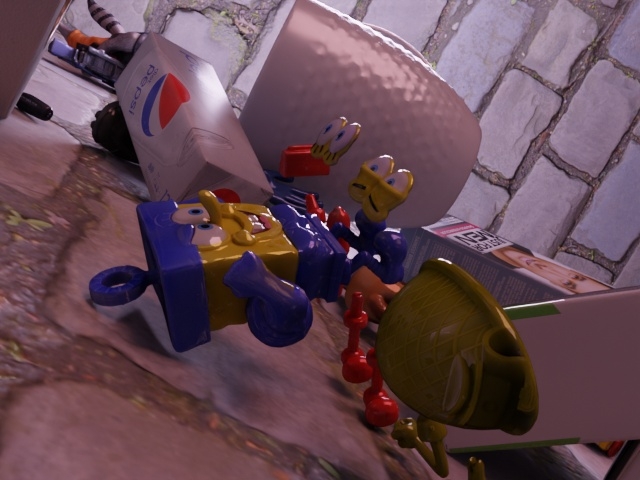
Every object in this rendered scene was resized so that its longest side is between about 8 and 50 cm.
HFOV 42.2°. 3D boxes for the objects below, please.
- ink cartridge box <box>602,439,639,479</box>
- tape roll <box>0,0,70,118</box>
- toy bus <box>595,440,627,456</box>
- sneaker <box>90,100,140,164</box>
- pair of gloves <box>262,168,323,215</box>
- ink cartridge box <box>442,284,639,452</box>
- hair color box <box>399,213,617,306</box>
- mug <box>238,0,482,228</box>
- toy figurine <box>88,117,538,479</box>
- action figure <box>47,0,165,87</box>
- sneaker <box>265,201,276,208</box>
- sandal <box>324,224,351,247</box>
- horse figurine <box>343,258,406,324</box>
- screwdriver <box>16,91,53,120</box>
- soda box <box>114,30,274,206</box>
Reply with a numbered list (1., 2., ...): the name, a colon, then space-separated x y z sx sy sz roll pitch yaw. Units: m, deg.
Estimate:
1. ink cartridge box: 0.331 0.238 0.705 0.172 0.100 0.237 33 9 22
2. tape roll: -0.280 -0.314 0.885 0.072 0.392 0.392 28 8 -21
3. toy bus: 0.374 0.206 1.060 0.191 0.104 0.202 29 8 -10
4. sneaker: -0.200 -0.122 1.105 0.106 0.078 0.234 32 5 28
5. pair of gloves: -0.075 -0.045 1.047 0.159 0.023 0.198 23 29 -8
6. ink cartridge box: 0.227 0.108 0.757 0.198 0.114 0.273 -10 -6 19
7. hair color box: 0.310 0.081 1.317 0.374 0.113 0.185 27 18 25
8. mug: 0.069 -0.200 1.268 0.328 0.276 0.374 26 48 -7
9. toy figurine: -0.042 0.052 0.564 0.217 0.191 0.362 -5 29 -19
10. action figure: -0.440 -0.413 1.751 0.330 0.178 0.341 24 1 31
11. sneaker: -0.100 -0.110 1.369 0.229 0.087 0.092 32 3 15
12. sandal: 0.000 0.000 1.111 0.254 0.054 0.097 28 -2 -17
13. horse figurine: 0.078 0.071 0.957 0.174 0.066 0.263 31 7 -13
14. screwdriver: -0.397 -0.186 1.030 0.170 0.025 0.024 24 5 22
15. soda box: -0.155 -0.124 0.963 0.098 0.091 0.286 24 27 -39
